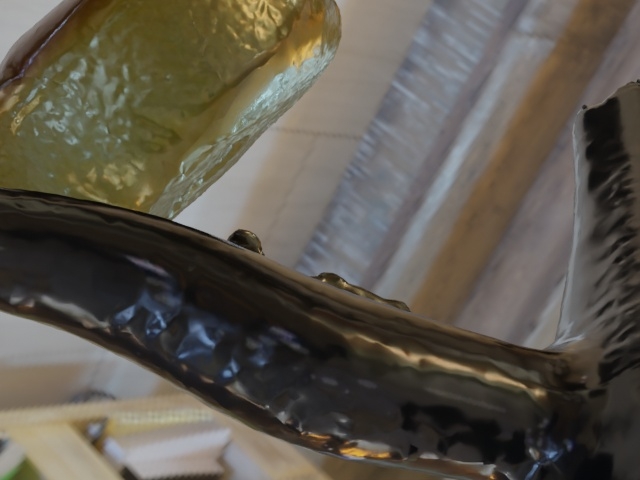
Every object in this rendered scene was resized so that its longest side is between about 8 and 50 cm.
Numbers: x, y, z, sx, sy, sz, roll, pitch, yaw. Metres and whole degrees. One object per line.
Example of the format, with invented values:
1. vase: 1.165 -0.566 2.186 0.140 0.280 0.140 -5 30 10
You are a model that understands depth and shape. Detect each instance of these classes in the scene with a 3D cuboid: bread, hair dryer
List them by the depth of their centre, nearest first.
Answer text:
1. hair dryer: 0.000 0.000 0.377 0.360 0.303 0.120 20 126 -12
2. bread: -0.059 -0.064 0.526 0.156 0.086 0.125 -43 180 -15
